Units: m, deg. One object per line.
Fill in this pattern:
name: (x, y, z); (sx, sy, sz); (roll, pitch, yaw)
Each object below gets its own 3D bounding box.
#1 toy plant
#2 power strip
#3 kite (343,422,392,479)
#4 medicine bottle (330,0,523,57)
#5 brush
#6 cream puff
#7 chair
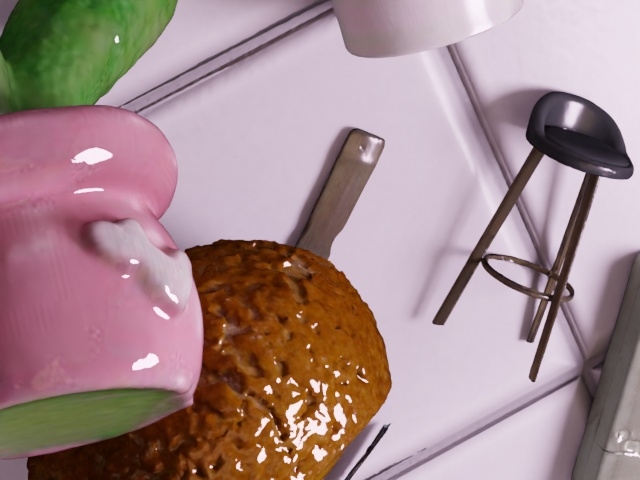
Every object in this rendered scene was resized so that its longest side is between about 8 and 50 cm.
toy plant: (-0.185, -0.042, 1.005); (0.211, 0.356, 0.317); (-35, 155, 34)
power strip: (0.290, 0.153, 1.374); (0.093, 0.053, 0.288); (7, 108, -19)
kite: (-0.040, 0.261, 1.250); (0.011, 0.314, 0.335); (37, 56, 9)
medicine bottle: (0.043, -0.284, 1.085); (0.170, 0.170, 0.293); (-19, 112, -7)
brush: (0.000, 0.000, 1.256); (0.034, 0.027, 0.190); (22, 102, -23)
cream puff: (-0.094, 0.124, 1.150); (0.303, 0.303, 0.212); (-44, 88, 4)
chair: (0.186, -0.004, 1.267); (0.104, 0.095, 0.221); (10, 106, -30)
